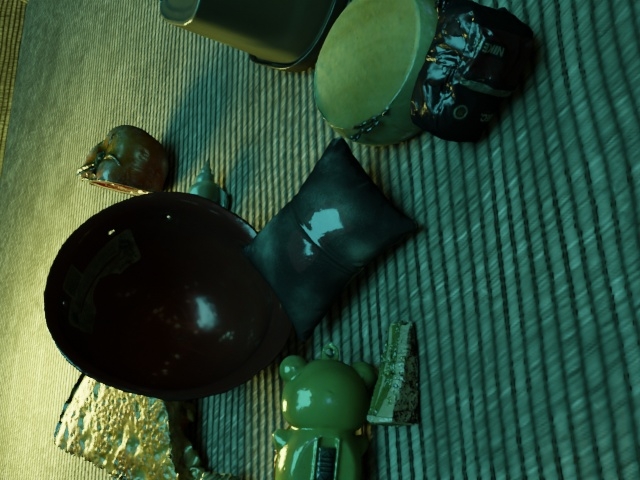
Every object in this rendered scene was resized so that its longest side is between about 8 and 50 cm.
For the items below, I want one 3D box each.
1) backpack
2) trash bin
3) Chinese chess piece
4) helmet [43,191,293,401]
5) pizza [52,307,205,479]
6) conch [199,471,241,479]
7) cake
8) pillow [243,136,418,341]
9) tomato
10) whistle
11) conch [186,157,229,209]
[{"bbox_3d":[0.181,-0.199,0.763,0.106,0.120,0.165,45,129,50],"label":"backpack"},{"bbox_3d":[-0.120,-0.424,1.084,0.220,0.250,0.219,28,107,50],"label":"trash bin"},{"bbox_3d":[0.089,-0.244,0.902,0.238,0.092,0.238,-19,65,45],"label":"Chinese chess piece"},{"bbox_3d":[-0.235,0.125,1.048,0.230,0.385,0.337,103,-174,-59],"label":"helmet"},{"bbox_3d":[-0.332,0.351,1.211,0.440,0.130,0.406,-53,55,17],"label":"pizza"},{"bbox_3d":[-0.165,0.444,0.993,0.135,0.102,0.153,-35,53,57],"label":"conch"},{"bbox_3d":[0.103,0.174,0.812,0.051,0.055,0.140,-17,49,48],"label":"cake"},{"bbox_3d":[0.000,0.000,0.908,0.250,0.106,0.186,-48,64,21],"label":"pillow"},{"bbox_3d":[-0.445,-0.186,1.458,0.214,0.181,0.155,6,78,46],"label":"tomato"},{"bbox_3d":[-0.001,0.279,0.833,0.106,0.131,0.288,157,120,-79],"label":"whistle"},{"bbox_3d":[-0.222,-0.077,1.255,0.065,0.088,0.180,61,-149,-84],"label":"conch"}]
